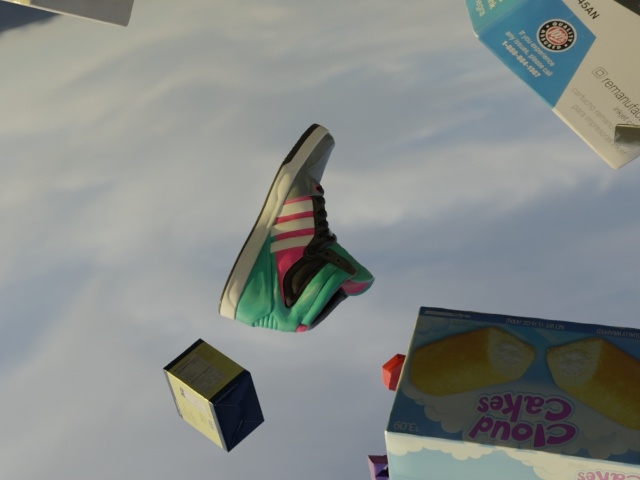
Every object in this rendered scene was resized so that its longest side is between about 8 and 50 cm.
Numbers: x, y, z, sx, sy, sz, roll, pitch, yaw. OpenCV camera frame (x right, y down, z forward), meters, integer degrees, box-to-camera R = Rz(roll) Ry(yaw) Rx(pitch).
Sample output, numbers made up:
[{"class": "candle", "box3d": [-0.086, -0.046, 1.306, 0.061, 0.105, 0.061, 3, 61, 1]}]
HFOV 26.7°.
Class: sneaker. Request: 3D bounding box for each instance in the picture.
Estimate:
[{"class": "sneaker", "box3d": [0.000, 0.000, 1.834, 0.178, 0.296, 0.124, 24, 171, 6]}]

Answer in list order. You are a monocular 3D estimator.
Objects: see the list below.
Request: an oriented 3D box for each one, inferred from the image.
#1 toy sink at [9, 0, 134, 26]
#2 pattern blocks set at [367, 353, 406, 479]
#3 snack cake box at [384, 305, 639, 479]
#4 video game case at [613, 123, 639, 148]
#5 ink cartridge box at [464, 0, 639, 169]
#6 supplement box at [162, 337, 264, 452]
[{"class": "toy sink", "box3d": [-0.280, -0.364, 1.454, 0.131, 0.234, 0.153, 17, -171, 33]}, {"class": "pattern blocks set", "box3d": [0.205, 0.228, 1.611, 0.324, 0.285, 0.026, -7, -150, -25]}, {"class": "snack cake box", "box3d": [0.200, 0.151, 1.156, 0.264, 0.089, 0.152, 5, -137, 15]}, {"class": "video game case", "box3d": [0.435, -0.082, 1.261, 0.274, 0.026, 0.196, 5, -174, -5]}, {"class": "ink cartridge box", "box3d": [0.381, -0.295, 1.402, 0.395, 0.285, 0.166, -34, -139, 26]}, {"class": "supplement box", "box3d": [-0.114, 0.165, 1.443, 0.083, 0.083, 0.056, 30, -123, 36]}]
